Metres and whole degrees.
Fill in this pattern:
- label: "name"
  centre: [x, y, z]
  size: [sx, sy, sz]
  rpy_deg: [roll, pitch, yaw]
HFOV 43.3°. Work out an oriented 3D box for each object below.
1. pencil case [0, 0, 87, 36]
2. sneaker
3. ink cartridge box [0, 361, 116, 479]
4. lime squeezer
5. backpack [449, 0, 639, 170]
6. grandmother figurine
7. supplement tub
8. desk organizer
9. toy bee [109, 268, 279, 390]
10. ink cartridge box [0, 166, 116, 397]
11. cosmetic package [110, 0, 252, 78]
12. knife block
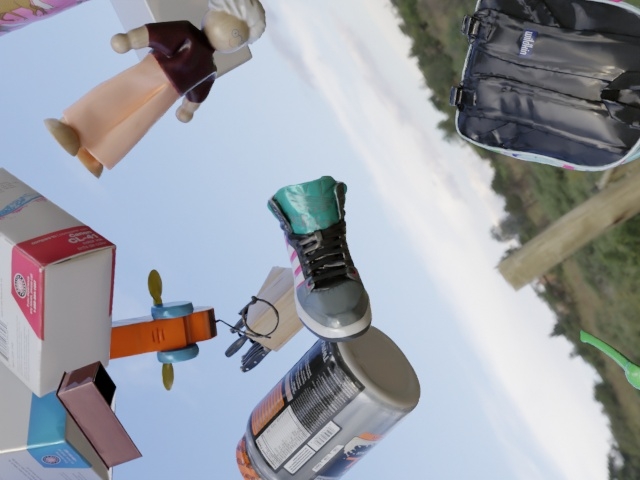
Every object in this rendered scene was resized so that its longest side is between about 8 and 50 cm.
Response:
- label: "pencil case"
  centre: [-0.302, -0.325, 0.869]
  size: [0.160, 0.385, 0.167]
  rpy_deg: [-19, -79, -58]
- label: "sneaker"
  centre: [0.000, 0.000, 1.178]
  size: [0.296, 0.123, 0.179]
  rpy_deg: [-114, 9, -57]
- label: "ink cartridge box"
  centre: [-0.496, 0.299, 1.306]
  size: [0.198, 0.269, 0.197]
  rpy_deg: [77, -176, -52]
- label: "lime squeezer"
  centre: [0.521, 0.168, 1.208]
  size: [0.058, 0.310, 0.110]
  rpy_deg: [37, -122, -20]
- label: "backpack"
  centre: [0.322, -0.204, 1.026]
  size: [0.253, 0.225, 0.191]
  rpy_deg: [22, -159, 36]
- label: "grandmother figurine"
  centre: [-0.218, -0.233, 1.153]
  size: [0.104, 0.342, 0.208]
  rpy_deg: [49, 177, 18]
- label: "supplement tub"
  centre: [0.004, 0.299, 1.373]
  size: [0.193, 0.316, 0.194]
  rpy_deg: [32, -153, -19]
- label: "desk organizer"
  centre: [-0.268, 0.216, 0.996]
  size: [0.047, 0.050, 0.130]
  rpy_deg: [-94, -18, -63]
- label: "toy bee"
  centre: [-0.240, 0.160, 1.384]
  size: [0.298, 0.195, 0.162]
  rpy_deg: [14, 178, -11]
- label: "ink cartridge box"
  centre: [-0.450, 0.052, 1.210]
  size: [0.306, 0.226, 0.131]
  rpy_deg: [31, -146, 33]
- label: "cosmetic package"
  centre: [-0.324, -0.528, 1.550]
  size: [0.230, 0.161, 0.454]
  rpy_deg: [25, 143, 57]
- label: "knife block"
  centre: [-0.102, 0.179, 1.737]
  size: [0.088, 0.242, 0.275]
  rpy_deg: [32, 168, -21]
